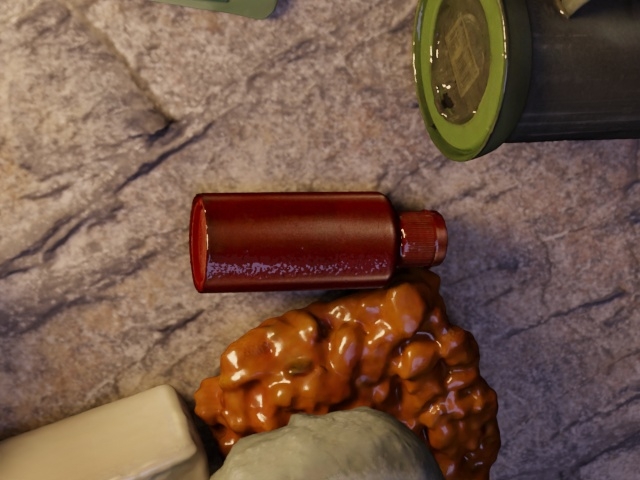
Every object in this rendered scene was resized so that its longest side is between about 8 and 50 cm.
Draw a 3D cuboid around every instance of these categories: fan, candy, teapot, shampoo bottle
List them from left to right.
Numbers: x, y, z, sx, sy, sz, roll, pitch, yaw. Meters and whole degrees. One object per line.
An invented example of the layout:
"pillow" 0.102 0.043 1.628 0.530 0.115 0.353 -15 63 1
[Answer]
"candy" -0.283 0.302 1.782 0.359 0.145 0.208 -19 128 -7
"fan" -0.131 -0.225 1.566 0.193 0.016 0.038 1 124 -22
"shampoo bottle" 0.000 0.000 1.725 0.260 0.064 0.102 -2 87 -20
"teapot" 0.287 -0.196 1.617 0.337 0.200 0.270 -4 154 -21

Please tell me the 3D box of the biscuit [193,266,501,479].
"biscuit" 0.035 0.194 1.852 0.312 0.110 0.318 -22 127 -4

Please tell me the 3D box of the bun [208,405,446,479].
"bun" -0.025 0.324 1.711 0.354 0.194 0.354 -19 128 -27
